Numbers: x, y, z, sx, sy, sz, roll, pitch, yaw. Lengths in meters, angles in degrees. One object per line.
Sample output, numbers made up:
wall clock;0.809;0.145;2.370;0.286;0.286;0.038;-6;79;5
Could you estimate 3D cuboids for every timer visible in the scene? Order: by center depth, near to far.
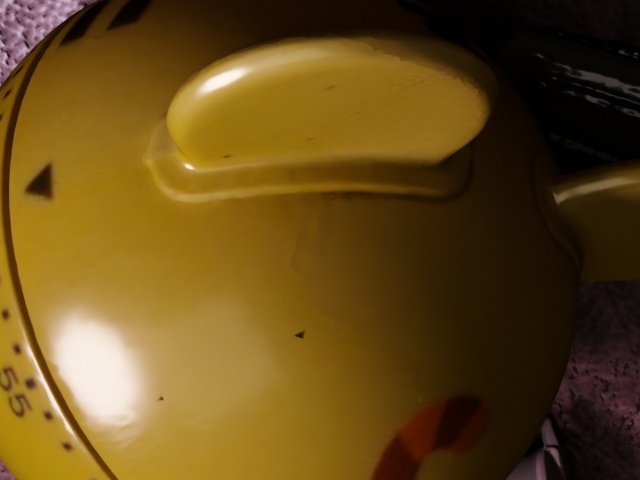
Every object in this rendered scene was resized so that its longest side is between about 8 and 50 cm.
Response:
timer;0.000;0.000;1.001;0.387;0.376;0.376;-27;107;38

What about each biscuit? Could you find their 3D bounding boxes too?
biscuit;0.243;-0.037;1.088;0.322;0.038;0.099;20;124;6

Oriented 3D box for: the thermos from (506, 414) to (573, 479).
thermos;0.067;0.165;1.222;0.193;0.105;0.137;-17;81;20
